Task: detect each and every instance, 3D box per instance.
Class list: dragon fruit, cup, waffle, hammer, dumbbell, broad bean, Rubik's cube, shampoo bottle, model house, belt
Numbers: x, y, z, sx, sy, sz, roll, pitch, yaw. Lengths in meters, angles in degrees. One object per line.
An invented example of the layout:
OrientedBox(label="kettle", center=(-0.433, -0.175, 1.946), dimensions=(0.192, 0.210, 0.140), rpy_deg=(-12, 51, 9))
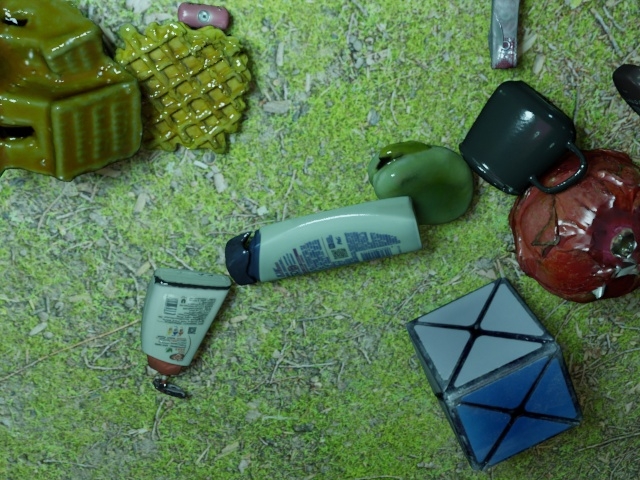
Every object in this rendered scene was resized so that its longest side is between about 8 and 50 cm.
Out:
OrientedBox(label="dragon fruit", center=(0.504, -0.031, 1.351), dimensions=(0.295, 0.302, 0.296), rpy_deg=(0, 101, 1))
OrientedBox(label="cup", center=(0.365, -0.166, 1.275), dimensions=(0.177, 0.223, 0.169), rpy_deg=(-49, 148, 20))
OrientedBox(label="waffle", center=(-0.237, -0.247, 1.175), dimensions=(0.237, 0.059, 0.243), rpy_deg=(8, 125, -19))
OrientedBox(label="hammer", center=(-0.187, -0.358, 1.143), dimensions=(0.083, 0.043, 0.043), rpy_deg=(4, 117, -13))
OrientedBox(label="dumbbell", center=(0.659, -0.326, 1.296), dimensions=(0.225, 0.140, 0.124), rpy_deg=(-41, 103, 11))
OrientedBox(label="broad bean", center=(0.191, -0.110, 1.338), dimensions=(0.169, 0.100, 0.228), rpy_deg=(-38, 132, 18))
OrientedBox(label="Rubik's cube", center=(0.357, 0.270, 1.488), dimensions=(0.259, 0.255, 0.260), rpy_deg=(-24, 123, -1))
OrientedBox(label="shampoo bottle", center=(-0.282, 0.189, 1.404), dimensions=(0.153, 0.071, 0.284), rpy_deg=(9, 118, -20))
OrientedBox(label="shampoo bottle", center=(0.000, 0.000, 1.309), dimensions=(0.359, 0.078, 0.134), rpy_deg=(-12, 141, 10))
OrientedBox(label="model house", center=(-0.391, -0.225, 1.075), dimensions=(0.239, 0.173, 0.268), rpy_deg=(6, 121, -2))
OrientedBox(label="belt", center=(0.314, -0.411, 1.217), dimensions=(0.053, 0.071, 0.232), rpy_deg=(-6, 116, -2))
